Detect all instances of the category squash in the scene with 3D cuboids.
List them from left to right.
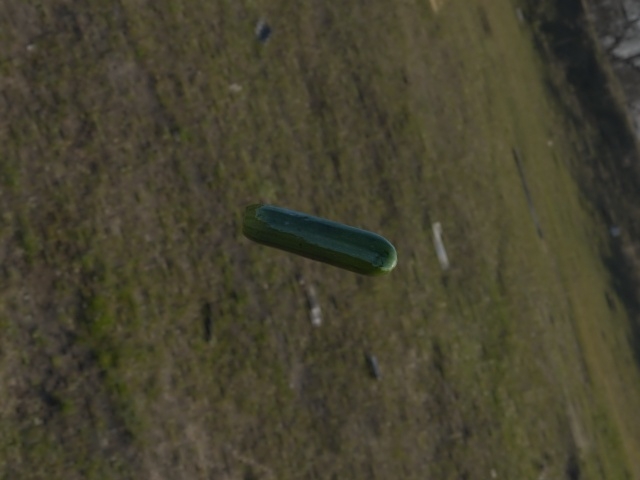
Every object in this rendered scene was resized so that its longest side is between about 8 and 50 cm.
[{"bbox_3d":[0.000,0.000,1.646,0.066,0.229,0.066,-165,-90,-84],"label":"squash"}]
